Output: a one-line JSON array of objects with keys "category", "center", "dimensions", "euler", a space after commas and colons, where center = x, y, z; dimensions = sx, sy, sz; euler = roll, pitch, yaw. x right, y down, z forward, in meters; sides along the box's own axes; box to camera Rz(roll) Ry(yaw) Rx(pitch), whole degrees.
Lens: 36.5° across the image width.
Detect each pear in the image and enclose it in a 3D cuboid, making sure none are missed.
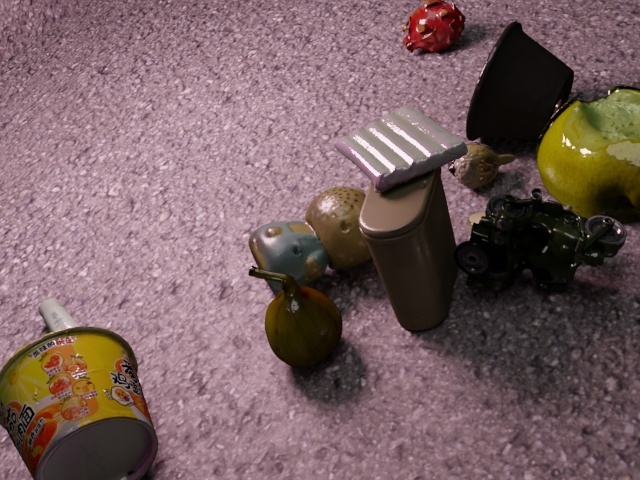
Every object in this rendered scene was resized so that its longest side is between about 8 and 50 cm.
[{"category": "pear", "center": [0.564, -0.155, 1.833], "dimensions": [0.292, 0.159, 0.292], "euler": [-11, 41, 10]}]

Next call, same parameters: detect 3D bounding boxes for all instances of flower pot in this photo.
[{"category": "flower pot", "center": [0.429, -0.308, 2.039], "dimensions": [0.166, 0.269, 0.269], "euler": [26, 53, 15]}]

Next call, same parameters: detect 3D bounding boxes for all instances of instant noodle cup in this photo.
[{"category": "instant noodle cup", "center": [-0.404, 0.304, 1.632], "dimensions": [0.264, 0.264, 0.200], "euler": [-28, 45, -11]}]

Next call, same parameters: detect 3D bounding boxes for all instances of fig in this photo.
[{"category": "fig", "center": [-0.034, 0.129, 1.725], "dimensions": [0.142, 0.186, 0.148], "euler": [-25, 43, -35]}]

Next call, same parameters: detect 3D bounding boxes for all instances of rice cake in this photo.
[{"category": "rice cake", "center": [0.138, -0.167, 1.729], "dimensions": [0.189, 0.037, 0.198], "euler": [-24, 36, -4]}]

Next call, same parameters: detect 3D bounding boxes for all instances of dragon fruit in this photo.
[{"category": "dragon fruit", "center": [0.283, -0.541, 2.452], "dimensions": [0.166, 0.136, 0.133], "euler": [-31, 44, 17]}]

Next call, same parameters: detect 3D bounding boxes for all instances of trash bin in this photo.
[{"category": "trash bin", "center": [0.167, -0.003, 1.743], "dimensions": [0.121, 0.247, 0.243], "euler": [-3, 41, 22]}]

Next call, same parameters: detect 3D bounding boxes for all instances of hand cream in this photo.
[{"category": "hand cream", "center": [-0.517, 0.188, 1.976], "dimensions": [0.078, 0.050, 0.205], "euler": [-31, 44, -18]}]

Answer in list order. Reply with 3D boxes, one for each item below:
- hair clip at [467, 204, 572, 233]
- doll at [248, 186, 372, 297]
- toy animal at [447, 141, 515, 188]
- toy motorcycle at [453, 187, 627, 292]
[{"category": "hair clip", "center": [0.379, -0.034, 1.821], "dimensions": [0.218, 0.071, 0.159], "euler": [2, 22, 43]}, {"category": "doll", "center": [0.000, 0.000, 1.885], "dimensions": [0.260, 0.162, 0.177], "euler": [-27, 37, -6]}, {"category": "toy animal", "center": [0.326, -0.162, 2.000], "dimensions": [0.137, 0.098, 0.098], "euler": [-21, 34, -28]}, {"category": "toy motorcycle", "center": [0.375, 0.020, 1.685], "dimensions": [0.275, 0.205, 0.127], "euler": [14, 43, 11]}]
